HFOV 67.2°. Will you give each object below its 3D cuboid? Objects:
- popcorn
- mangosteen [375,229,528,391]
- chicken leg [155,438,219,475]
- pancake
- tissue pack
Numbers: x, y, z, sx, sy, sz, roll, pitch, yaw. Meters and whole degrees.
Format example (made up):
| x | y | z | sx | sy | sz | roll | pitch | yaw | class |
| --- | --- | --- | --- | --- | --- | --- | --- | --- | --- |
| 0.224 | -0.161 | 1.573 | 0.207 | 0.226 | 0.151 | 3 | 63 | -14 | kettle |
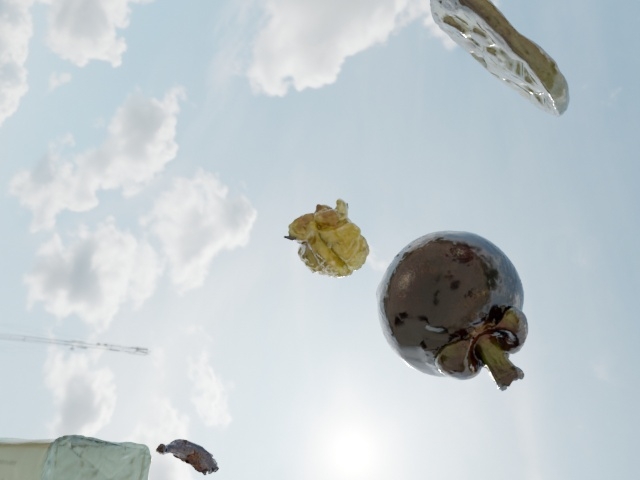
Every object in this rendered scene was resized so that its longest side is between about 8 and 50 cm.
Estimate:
| x | y | z | sx | sy | sz | roll | pitch | yaw | class |
| --- | --- | --- | --- | --- | --- | --- | --- | --- | --- |
| 0.000 | 0.000 | 0.482 | 0.084 | 0.084 | 0.084 | -15 | -115 | 34 | popcorn |
| 0.250 | 0.134 | 0.946 | 0.297 | 0.297 | 0.293 | -20 | -157 | 32 | mangosteen |
| -0.330 | 0.537 | 1.205 | 0.053 | 0.205 | 0.093 | -56 | -150 | -4 | chicken leg |
| 0.295 | -0.311 | 0.793 | 0.049 | 0.294 | 0.295 | -48 | -129 | 18 | pancake |
| -0.497 | 0.515 | 0.827 | 0.404 | 0.205 | 0.332 | -18 | -120 | 37 | tissue pack |
